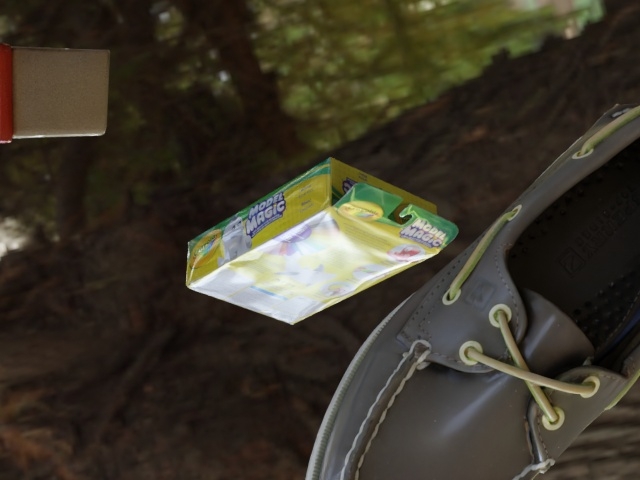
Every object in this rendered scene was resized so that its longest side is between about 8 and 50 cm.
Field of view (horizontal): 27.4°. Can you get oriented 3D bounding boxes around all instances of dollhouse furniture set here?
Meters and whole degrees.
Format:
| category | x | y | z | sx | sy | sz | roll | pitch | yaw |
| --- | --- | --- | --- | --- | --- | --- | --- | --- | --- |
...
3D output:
| category | x | y | z | sx | sy | sz | roll | pitch | yaw |
| --- | --- | --- | --- | --- | --- | --- | --- | --- | --- |
| dollhouse furniture set | -0.187 | -0.186 | 0.717 | 0.135 | 0.262 | 0.259 | -4 | -80 | -41 |

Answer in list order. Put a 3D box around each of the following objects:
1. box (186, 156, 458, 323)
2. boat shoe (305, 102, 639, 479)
| category | x | y | z | sx | sy | sz | roll | pitch | yaw |
| --- | --- | --- | --- | --- | --- | --- | --- | --- | --- |
| box | 0.000 | 0.000 | 0.910 | 0.105 | 0.179 | 0.043 | 22 | -124 | -37 |
| boat shoe | 0.103 | 0.042 | 0.638 | 0.109 | 0.305 | 0.091 | 42 | 161 | 0 |
